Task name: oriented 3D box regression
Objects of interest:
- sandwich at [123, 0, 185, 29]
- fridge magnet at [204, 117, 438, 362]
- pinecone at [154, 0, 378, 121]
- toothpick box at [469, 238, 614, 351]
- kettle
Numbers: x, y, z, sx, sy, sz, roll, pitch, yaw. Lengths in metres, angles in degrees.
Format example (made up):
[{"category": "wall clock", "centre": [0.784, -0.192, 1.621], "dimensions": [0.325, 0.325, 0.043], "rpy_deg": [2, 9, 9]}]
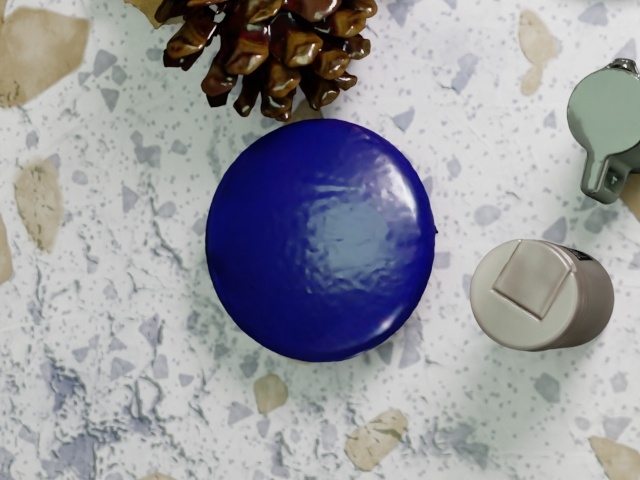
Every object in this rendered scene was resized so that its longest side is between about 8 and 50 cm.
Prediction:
[{"category": "sandwich", "centre": [-0.198, -0.344, 1.991], "dimensions": [0.162, 0.058, 0.193], "rpy_deg": [-42, 72, 15]}, {"category": "fridge magnet", "centre": [0.000, 0.000, 1.865], "dimensions": [0.265, 0.112, 0.265], "rpy_deg": [-2, 86, 22]}, {"category": "pinecone", "centre": [-0.055, -0.243, 1.830], "dimensions": [0.264, 0.264, 0.264], "rpy_deg": [-1, 87, 22]}, {"category": "toothpick box", "centre": [0.226, 0.057, 1.734], "dimensions": [0.111, 0.180, 0.111], "rpy_deg": [-1, 86, 22]}, {"category": "kettle", "centre": [0.299, -0.112, 1.732], "dimensions": [0.127, 0.148, 0.098], "rpy_deg": [-45, 74, 14]}]
